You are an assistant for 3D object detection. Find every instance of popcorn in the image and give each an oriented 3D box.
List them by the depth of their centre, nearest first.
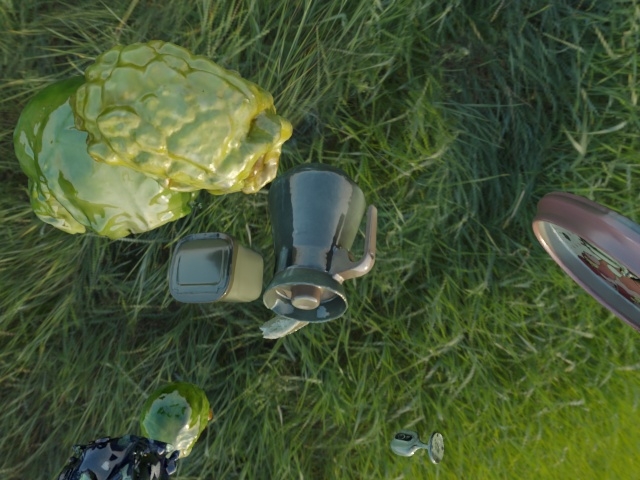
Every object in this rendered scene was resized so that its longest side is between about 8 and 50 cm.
[{"bbox_3d":[-0.151,-0.139,0.702,0.286,0.225,0.173,15,97,-48],"label":"popcorn"}]

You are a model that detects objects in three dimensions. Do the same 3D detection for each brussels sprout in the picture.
[{"bbox_3d":[-0.496,-0.205,1.296,0.425,0.342,0.361,-3,126,26],"label":"brussels sprout"},{"bbox_3d":[-0.355,0.432,1.351,0.144,0.161,0.180,1,72,27],"label":"brussels sprout"}]

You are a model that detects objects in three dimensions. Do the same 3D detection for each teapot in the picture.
[{"bbox_3d":[0.000,0.000,1.355,0.300,0.344,0.253,-17,142,32],"label":"teapot"}]

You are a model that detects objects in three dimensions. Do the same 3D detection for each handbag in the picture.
[{"bbox_3d":[-0.255,0.351,0.629,0.113,0.162,0.260,8,64,16],"label":"handbag"}]

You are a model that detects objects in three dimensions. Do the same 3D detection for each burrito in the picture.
[{"bbox_3d":[-0.058,0.198,1.464,0.226,0.087,0.060,-30,73,4],"label":"burrito"}]

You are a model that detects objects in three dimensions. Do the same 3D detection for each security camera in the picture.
[{"bbox_3d":[0.170,0.367,1.005,0.092,0.058,0.058,-6,107,35],"label":"security camera"}]

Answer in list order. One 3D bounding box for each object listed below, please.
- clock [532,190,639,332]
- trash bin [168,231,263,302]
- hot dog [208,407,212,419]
[{"bbox_3d":[0.333,0.034,0.598,0.244,0.244,0.056,43,95,-13],"label":"clock"},{"bbox_3d":[-0.310,0.100,1.755,0.220,0.250,0.219,-1,78,23],"label":"trash bin"},{"bbox_3d":[-0.361,0.512,1.639,0.055,0.188,0.072,37,70,-12],"label":"hot dog"}]
